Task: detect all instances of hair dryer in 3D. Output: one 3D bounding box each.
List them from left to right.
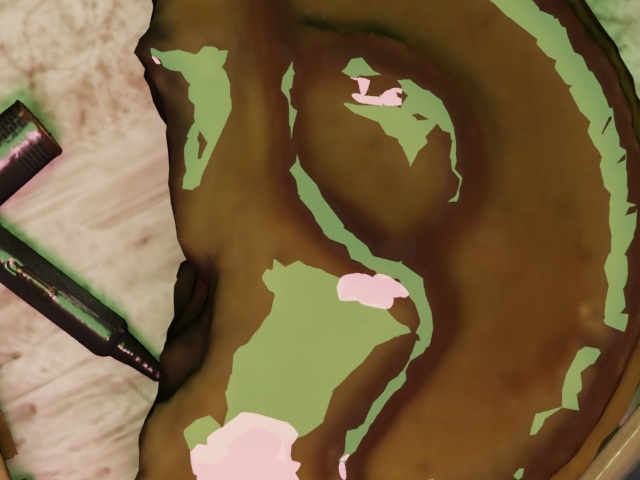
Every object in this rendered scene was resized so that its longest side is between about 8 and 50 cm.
[{"bbox_3d":[-0.194,0.039,1.177,0.173,0.050,0.195,-40,90,1],"label":"hair dryer"}]

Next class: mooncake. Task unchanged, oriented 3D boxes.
[{"bbox_3d":[0.000,0.000,1.081,0.393,0.246,0.394,-36,87,-6],"label":"mooncake"}]

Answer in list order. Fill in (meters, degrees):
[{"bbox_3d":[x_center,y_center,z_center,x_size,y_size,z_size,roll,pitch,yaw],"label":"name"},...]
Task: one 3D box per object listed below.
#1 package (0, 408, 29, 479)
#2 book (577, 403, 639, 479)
[{"bbox_3d":[-0.341,0.158,1.130,0.311,0.165,0.221,-20,53,7],"label":"package"},{"bbox_3d":[0.312,0.158,1.104,0.322,0.018,0.228,43,86,-25],"label":"book"}]
